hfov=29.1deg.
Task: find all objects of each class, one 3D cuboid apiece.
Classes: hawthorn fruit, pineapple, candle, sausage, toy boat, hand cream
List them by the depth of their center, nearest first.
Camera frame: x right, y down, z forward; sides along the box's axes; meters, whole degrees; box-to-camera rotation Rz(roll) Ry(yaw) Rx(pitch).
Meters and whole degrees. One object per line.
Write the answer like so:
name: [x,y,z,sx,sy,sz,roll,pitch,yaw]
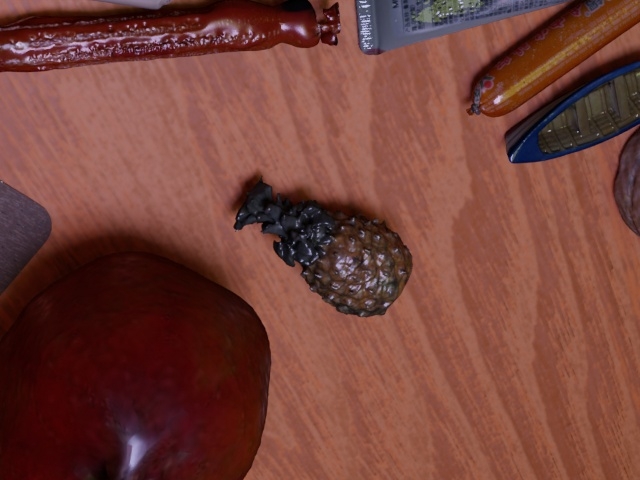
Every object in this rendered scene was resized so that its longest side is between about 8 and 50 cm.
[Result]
candle: [-0.136,-0.188,1.115,0.329,0.048,0.051,-8,95,-20]
hawthorn fruit: [-0.178,0.148,1.158,0.295,0.295,0.311,-15,166,-16]
hand cream: [0.195,-0.273,1.213,0.341,0.078,0.124,-13,124,-8]
pineapple: [0.000,0.000,1.264,0.198,0.108,0.108,32,102,-25]
sausage: [0.294,-0.232,1.279,0.348,0.053,0.053,-35,127,-1]
toy boat: [0.295,-0.143,1.338,0.229,0.046,0.080,-26,127,-7]

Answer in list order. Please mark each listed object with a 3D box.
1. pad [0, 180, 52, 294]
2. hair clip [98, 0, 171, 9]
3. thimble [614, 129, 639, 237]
pad: [-0.393,-0.018,1.129,0.266,0.002,0.176,35,100,-36]
hair clip: [-0.102,-0.235,1.092,0.226,0.034,0.072,-23,87,-11]
thimble: [0.458,-0.073,1.395,0.229,0.148,0.196,-46,124,4]
